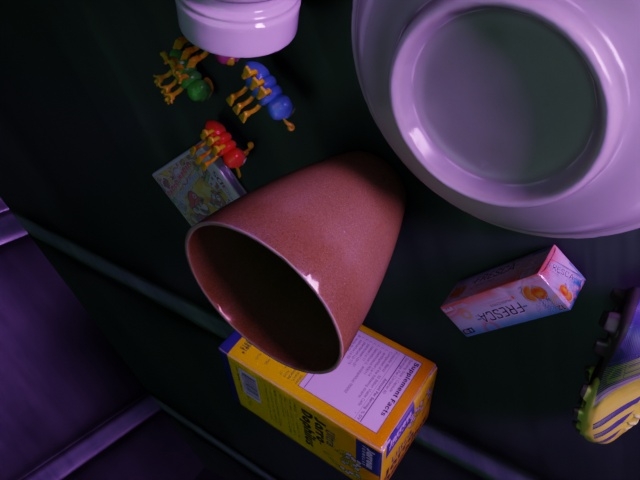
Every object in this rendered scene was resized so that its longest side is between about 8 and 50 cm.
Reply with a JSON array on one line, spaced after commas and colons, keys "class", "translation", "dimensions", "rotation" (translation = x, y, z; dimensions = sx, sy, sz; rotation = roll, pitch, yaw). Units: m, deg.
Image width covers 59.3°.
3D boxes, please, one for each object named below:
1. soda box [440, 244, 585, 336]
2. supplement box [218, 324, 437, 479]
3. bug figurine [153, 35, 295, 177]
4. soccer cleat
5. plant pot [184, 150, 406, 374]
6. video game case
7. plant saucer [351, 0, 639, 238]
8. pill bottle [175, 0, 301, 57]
[{"class": "soda box", "translation": [0.244, 0.070, 0.733], "dimensions": [0.063, 0.058, 0.183], "rotation": [47, 147, -6]}, {"class": "supplement box", "translation": [0.012, 0.273, 1.073], "dimensions": [0.356, 0.194, 0.195], "rotation": [25, 142, 26]}, {"class": "bug figurine", "translation": [-0.141, -0.213, 0.815], "dimensions": [0.216, 0.072, 0.279], "rotation": [55, 150, -6]}, {"class": "soccer cleat", "translation": [0.381, 0.172, 0.672], "dimensions": [0.121, 0.093, 0.289], "rotation": [16, 138, 26]}, {"class": "plant pot", "translation": [0.000, 0.000, 0.734], "dimensions": [0.237, 0.254, 0.237], "rotation": [27, 142, 24]}, {"class": "video game case", "translation": [-0.213, -0.075, 1.082], "dimensions": [0.227, 0.026, 0.206], "rotation": [-14, 116, 52]}, {"class": "plant saucer", "translation": [0.179, -0.143, 0.532], "dimensions": [0.400, 0.100, 0.400], "rotation": [27, 142, 23]}, {"class": "pill bottle", "translation": [-0.080, -0.336, 0.535], "dimensions": [0.161, 0.161, 0.283], "rotation": [32, 145, 17]}]
